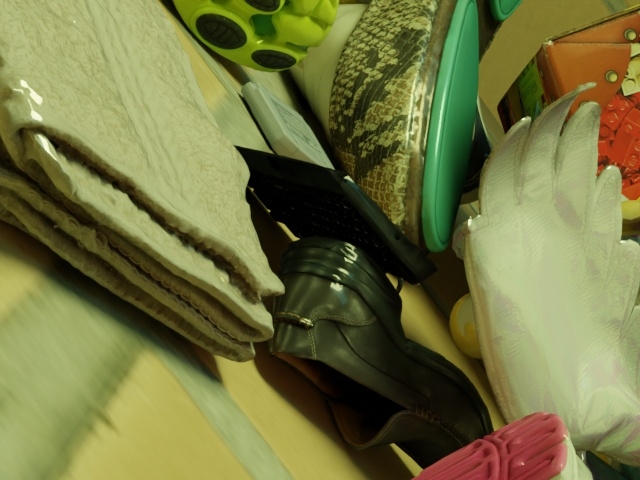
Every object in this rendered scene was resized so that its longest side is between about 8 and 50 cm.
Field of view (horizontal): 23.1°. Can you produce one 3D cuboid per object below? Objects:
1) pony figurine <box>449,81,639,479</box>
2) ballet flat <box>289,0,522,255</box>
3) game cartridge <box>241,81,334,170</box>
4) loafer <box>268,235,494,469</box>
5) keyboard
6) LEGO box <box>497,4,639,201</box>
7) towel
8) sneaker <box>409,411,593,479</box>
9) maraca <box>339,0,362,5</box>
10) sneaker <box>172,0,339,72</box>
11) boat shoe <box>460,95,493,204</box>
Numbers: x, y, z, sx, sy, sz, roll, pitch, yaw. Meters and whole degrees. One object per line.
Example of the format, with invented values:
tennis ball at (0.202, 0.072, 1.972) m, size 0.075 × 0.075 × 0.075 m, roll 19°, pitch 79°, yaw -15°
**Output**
pony figurine at (0.194, 0.061, 0.832) m, size 0.363 × 0.303 × 0.351 m, roll -149°, pitch -132°, yaw -69°
ballet flat at (0.076, -0.184, 1.217) m, size 0.164 × 0.182 × 0.482 m, roll 77°, pitch 30°, yaw -51°
game cartridge at (-0.020, -0.068, 1.023) m, size 0.056 × 0.017 × 0.083 m, roll 57°, pitch 11°, yaw 25°
loafer at (0.026, 0.073, 0.739) m, size 0.170 × 0.062 × 0.061 m, roll 48°, pitch 53°, yaw -32°
keyboard at (0.000, 0.000, 0.786) m, size 0.100 × 0.038 × 0.192 m, roll 44°, pitch -7°, yaw -17°
LEGO box at (0.302, 0.012, 1.254) m, size 0.500 × 0.193 × 0.372 m, roll 6°, pitch 65°, yaw -87°
towel at (-0.108, -0.088, 0.641) m, size 0.187 × 0.049 × 0.282 m, roll 41°, pitch 18°, yaw -53°
sneaker at (0.081, 0.164, 0.599) m, size 0.111 × 0.103 × 0.252 m, roll 55°, pitch 17°, yaw -22°
maraca at (-0.008, -0.240, 1.351) m, size 0.186 × 0.099 × 0.127 m, roll 41°, pitch 34°, yaw 20°
sneaker at (-0.088, -0.235, 0.983) m, size 0.295 × 0.109 × 0.123 m, roll 49°, pitch 17°, yaw -25°
boat shoe at (0.110, -0.144, 1.580) m, size 0.079 × 0.095 × 0.254 m, roll 59°, pitch 14°, yaw -45°
